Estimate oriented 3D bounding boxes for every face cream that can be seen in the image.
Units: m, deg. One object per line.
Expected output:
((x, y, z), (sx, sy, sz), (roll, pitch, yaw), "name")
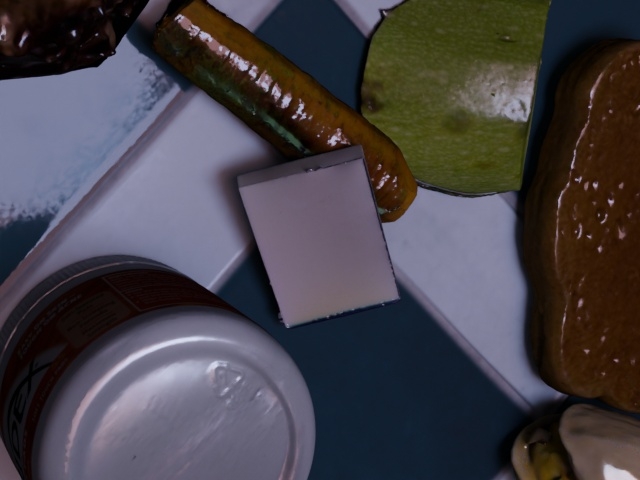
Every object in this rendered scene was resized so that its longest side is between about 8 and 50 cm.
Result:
((-0.128, 0.126, 0.852), (0.201, 0.187, 0.201), (-7, 106, -26), "face cream")

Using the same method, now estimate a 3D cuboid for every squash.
((0.131, -0.125, 0.982), (0.184, 0.085, 0.192), (0, 101, -28), "squash")

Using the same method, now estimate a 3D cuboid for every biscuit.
((0.331, -0.022, 1.119), (0.359, 0.074, 0.381), (-33, 113, -18), "biscuit")

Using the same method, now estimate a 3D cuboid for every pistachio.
((0.296, 0.235, 1.126), (0.229, 0.157, 0.157), (27, 89, -21), "pistachio")

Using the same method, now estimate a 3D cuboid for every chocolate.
((-0.191, -0.199, 0.748), (0.224, 0.177, 0.206), (38, 84, -28), "chocolate")

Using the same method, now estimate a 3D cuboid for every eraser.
((0.000, 0.000, 0.941), (0.104, 0.023, 0.150), (-14, 125, 4), "eraser")

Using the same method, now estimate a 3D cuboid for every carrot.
((-0.025, -0.101, 0.922), (0.260, 0.070, 0.070), (36, 85, -27), "carrot")
